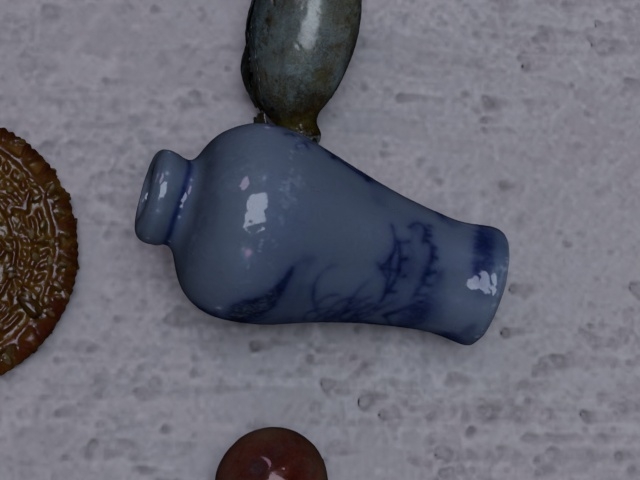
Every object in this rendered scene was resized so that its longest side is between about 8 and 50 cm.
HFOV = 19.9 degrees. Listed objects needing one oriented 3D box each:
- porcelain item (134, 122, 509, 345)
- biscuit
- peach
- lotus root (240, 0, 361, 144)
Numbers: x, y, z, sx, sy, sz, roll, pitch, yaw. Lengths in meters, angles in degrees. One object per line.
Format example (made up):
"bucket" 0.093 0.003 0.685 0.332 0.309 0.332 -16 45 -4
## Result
"porcelain item" 0.000 0.000 1.288 0.259 0.141 0.141 14 76 -12
"biscuit" -0.241 0.025 1.302 0.126 0.025 0.206 28 76 -1
"peach" -0.034 0.170 1.272 0.083 0.083 0.083 2 77 -7
"lotus root" -0.017 -0.143 1.345 0.088 0.088 0.165 12 86 -5
